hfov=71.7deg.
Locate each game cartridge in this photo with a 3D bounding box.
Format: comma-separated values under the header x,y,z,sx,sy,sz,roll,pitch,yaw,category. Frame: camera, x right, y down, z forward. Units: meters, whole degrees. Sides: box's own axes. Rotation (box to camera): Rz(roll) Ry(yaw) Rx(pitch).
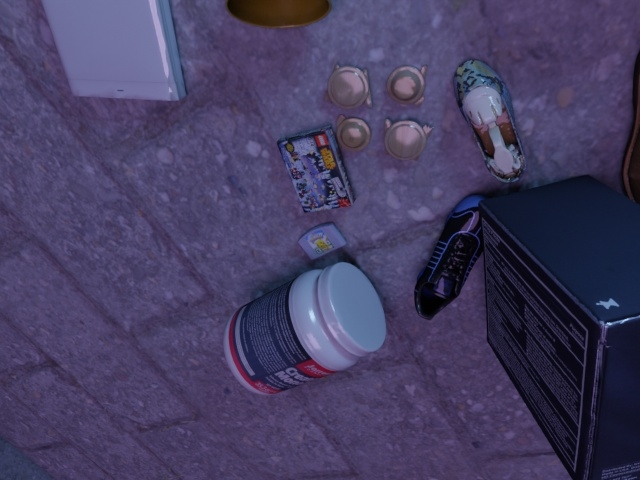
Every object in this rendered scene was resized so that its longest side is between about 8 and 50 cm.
x,y,z,sx,sy,sz,roll,pitch,yaw,category
0.000,0.000,0.830,0.083,0.017,0.056,-26,109,29,game cartridge

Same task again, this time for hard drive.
x,y,z,sx,sy,sz,roll,pitch,yaw,category
-0.326,-0.371,0.660,0.203,0.040,0.307,6,125,12,hard drive

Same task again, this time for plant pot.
x,y,z,sx,sy,sz,roll,pitch,yaw,category
-0.054,-0.342,0.559,0.134,0.134,0.095,0,95,16,plant pot

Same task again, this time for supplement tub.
x,y,z,sx,sy,sz,roll,pitch,yaw,category
-0.034,0.171,0.846,0.272,0.191,0.191,-29,111,31,supplement tub

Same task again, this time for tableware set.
x,y,z,sx,sy,sz,roll,pitch,yaw,category
0.087,-0.193,0.672,0.169,0.020,0.141,7,124,13,tableware set

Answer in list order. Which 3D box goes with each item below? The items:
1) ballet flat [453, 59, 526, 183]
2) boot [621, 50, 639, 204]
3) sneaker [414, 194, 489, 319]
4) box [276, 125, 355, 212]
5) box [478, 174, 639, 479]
x,y,z,sx,sy,sz,roll,pitch,yaw,category
0.243,-0.161,0.621,0.070,0.070,0.188,-24,113,28,ballet flat
0.464,-0.105,0.565,0.112,0.115,0.305,-14,119,22,boot
0.224,0.037,0.742,0.082,0.090,0.232,20,126,2,sneaker
-0.006,-0.115,0.741,0.094,0.027,0.137,-7,121,27,box
0.364,0.109,0.604,0.183,0.296,0.293,-15,120,2,box
